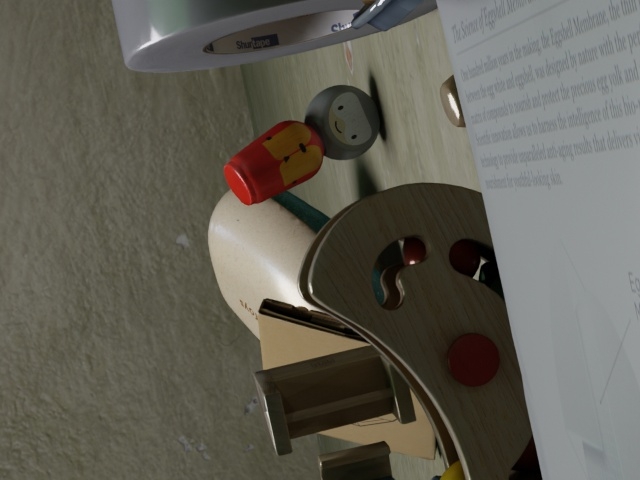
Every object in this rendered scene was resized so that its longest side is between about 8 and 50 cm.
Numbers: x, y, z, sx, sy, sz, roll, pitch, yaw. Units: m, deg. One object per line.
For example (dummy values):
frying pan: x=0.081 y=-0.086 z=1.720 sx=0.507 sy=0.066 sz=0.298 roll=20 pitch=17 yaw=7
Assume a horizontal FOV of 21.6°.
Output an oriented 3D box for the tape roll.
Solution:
tape roll: x=-0.028 y=-0.170 z=1.103 sx=0.219 sy=0.219 sz=0.072 roll=160 pitch=98 yaw=-84

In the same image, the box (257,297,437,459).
box: x=0.028 y=0.128 z=1.505 sx=0.201 sy=0.164 sz=0.021 roll=88 pitch=-161 yaw=-57

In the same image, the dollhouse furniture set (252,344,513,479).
dollhouse furniture set: x=0.061 y=0.123 z=1.025 sx=0.129 sy=0.183 sz=0.129 roll=-145 pitch=43 yaw=-81

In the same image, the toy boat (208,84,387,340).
toy boat: x=0.000 y=0.000 z=1.574 sx=0.267 sy=0.148 sz=0.318 roll=43 pitch=155 yaw=35

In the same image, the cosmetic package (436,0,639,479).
cosmetic package: x=0.132 y=0.017 z=0.405 sx=0.224 sy=0.138 sz=0.225 roll=-169 pitch=66 yaw=-83

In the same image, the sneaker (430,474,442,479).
sneaker: x=0.119 y=0.215 z=1.227 sx=0.262 sy=0.104 sz=0.125 roll=170 pitch=105 yaw=-80

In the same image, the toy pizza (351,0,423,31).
toy pizza: x=0.073 y=-0.137 z=0.463 sx=0.032 sy=0.201 sz=0.201 roll=43 pitch=176 yaw=-5

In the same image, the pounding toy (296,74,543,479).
pounding toy: x=0.076 y=0.042 z=0.877 sx=0.155 sy=0.154 sz=0.270 roll=166 pitch=92 yaw=-84
